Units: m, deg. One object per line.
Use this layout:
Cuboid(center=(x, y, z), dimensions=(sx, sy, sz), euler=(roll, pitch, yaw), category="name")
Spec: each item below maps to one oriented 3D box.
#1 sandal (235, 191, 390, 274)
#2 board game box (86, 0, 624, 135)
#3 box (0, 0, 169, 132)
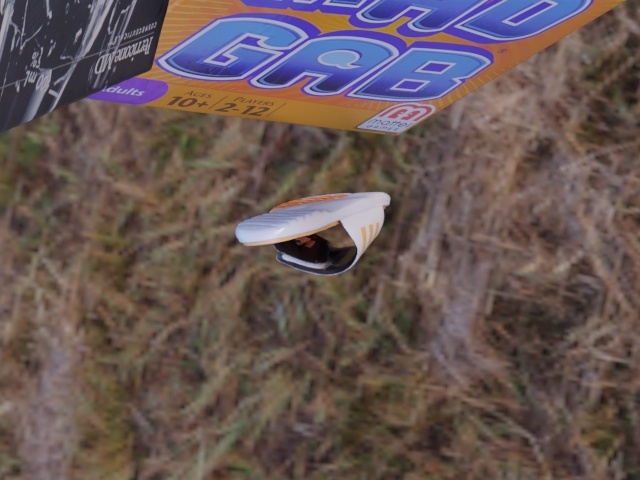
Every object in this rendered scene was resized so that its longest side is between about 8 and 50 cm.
Cuboid(center=(-0.010, 0.001, 1.563), dimensions=(0.102, 0.265, 0.076), euler=(-4, 98, 25), category="sandal")
Cuboid(center=(0.010, -0.325, 1.205), dimensions=(0.356, 0.356, 0.356), euler=(-28, 66, 46), category="board game box")
Cuboid(center=(-0.188, -0.234, 0.818), dimensions=(0.179, 0.343, 0.312), euler=(22, 110, 10), category="box")
